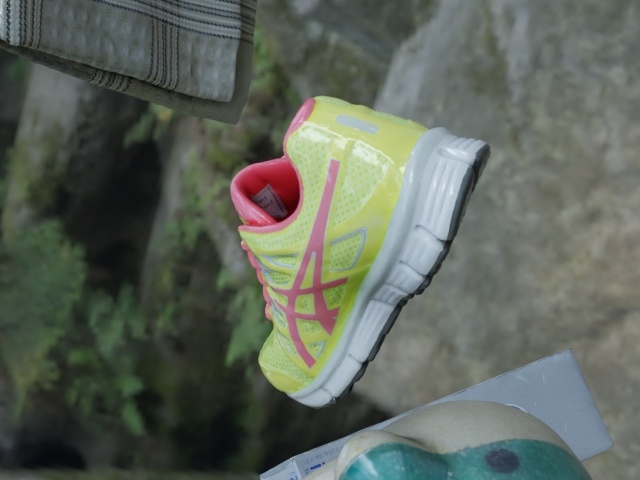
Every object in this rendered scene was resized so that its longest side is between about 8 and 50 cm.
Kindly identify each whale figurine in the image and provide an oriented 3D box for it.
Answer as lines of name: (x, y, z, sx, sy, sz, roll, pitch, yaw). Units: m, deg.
whale figurine: (0.026, 0.189, 0.872, 0.141, 0.272, 0.216, 56, 149, 40)

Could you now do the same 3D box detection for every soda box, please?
soda box: (0.100, 0.188, 1.499, 0.098, 0.286, 0.091, 67, 154, 8)

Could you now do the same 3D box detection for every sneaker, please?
sneaker: (0.000, 0.000, 0.794, 0.208, 0.094, 0.081, 119, 176, -53)

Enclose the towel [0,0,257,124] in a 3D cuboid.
towel: (-0.131, -0.268, 1.377, 0.324, 0.056, 0.312, 13, -100, -59)
